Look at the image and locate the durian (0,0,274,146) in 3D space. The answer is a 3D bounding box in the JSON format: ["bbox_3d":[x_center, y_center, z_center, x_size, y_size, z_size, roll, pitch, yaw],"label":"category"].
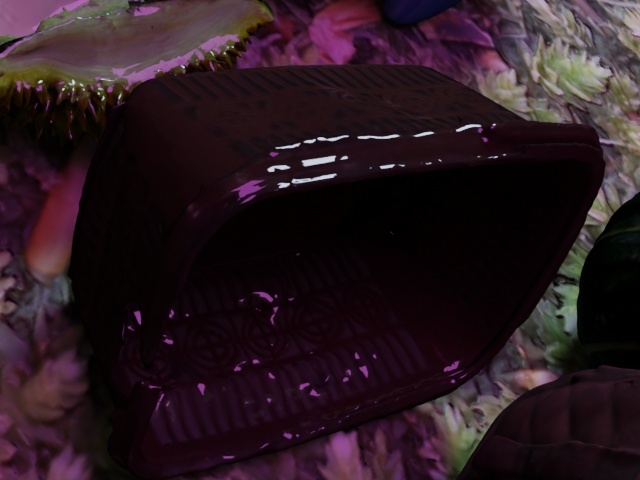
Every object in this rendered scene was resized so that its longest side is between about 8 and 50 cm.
[{"bbox_3d":[-0.146,-0.106,0.676,0.221,0.095,0.137,-18,37,-39],"label":"durian"}]

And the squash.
[{"bbox_3d":[0.285,0.050,0.813,0.218,0.172,0.218,16,54,-23],"label":"squash"}]

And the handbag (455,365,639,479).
[{"bbox_3d":[0.159,0.153,0.624,0.135,0.225,0.146,36,74,-7],"label":"handbag"}]

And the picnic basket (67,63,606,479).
[{"bbox_3d":[0.000,0.000,0.648,0.297,0.222,0.129,-9,44,-38],"label":"picnic basket"}]

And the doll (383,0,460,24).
[{"bbox_3d":[0.081,-0.312,0.928,0.376,0.187,0.365,0,48,-4],"label":"doll"}]
